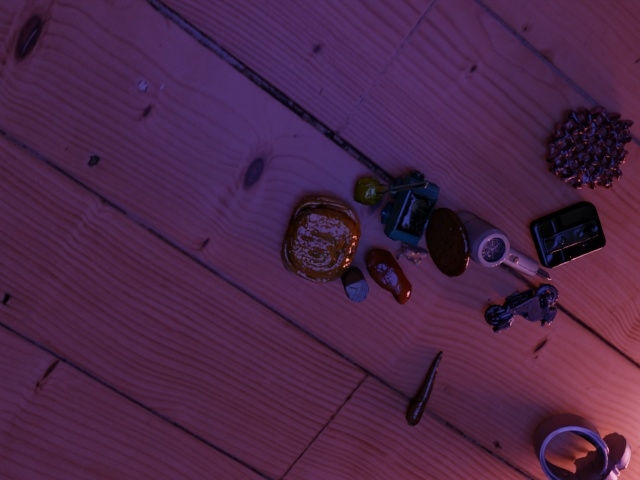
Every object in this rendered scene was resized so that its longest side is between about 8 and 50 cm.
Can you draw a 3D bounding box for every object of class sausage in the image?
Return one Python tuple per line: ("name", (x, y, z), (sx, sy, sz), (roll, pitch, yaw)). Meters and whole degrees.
("sausage", (0.194, 0.100, 1.542), (0.089, 0.089, 0.179), (-36, 105, 8))

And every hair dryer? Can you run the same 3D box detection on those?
("hair dryer", (0.520, 0.042, 1.518), (0.357, 0.173, 0.107), (23, 103, -23))

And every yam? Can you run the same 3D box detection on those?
("yam", (0.090, 0.115, 1.503), (0.068, 0.169, 0.068), (0, 97, -1))

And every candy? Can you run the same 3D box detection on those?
("candy", (0.177, -0.130, 1.401), (0.077, 0.262, 0.073), (27, 75, -30))

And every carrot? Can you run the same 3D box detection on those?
("carrot", (0.317, 0.446, 1.676), (0.049, 0.049, 0.254), (20, 100, -8))

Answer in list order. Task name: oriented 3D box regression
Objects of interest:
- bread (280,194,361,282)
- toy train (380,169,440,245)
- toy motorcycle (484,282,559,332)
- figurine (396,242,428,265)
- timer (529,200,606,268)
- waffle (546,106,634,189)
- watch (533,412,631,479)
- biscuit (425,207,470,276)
("bread", (0.003, 0.001, 1.484), (0.198, 0.120, 0.236), (16, 106, -10))
("toy train", (0.231, -0.082, 1.455), (0.107, 0.154, 0.198), (17, 104, -11))
("toy motorcycle", (0.585, 0.206, 1.601), (0.215, 0.080, 0.122), (-25, 104, 10))
("figurine", (0.256, 0.040, 1.553), (0.083, 0.047, 0.050), (16, 120, -15))
("timer", (0.687, -0.016, 1.538), (0.187, 0.055, 0.144), (-22, 99, -1))
("waffle", (0.716, -0.245, 1.484), (0.234, 0.055, 0.221), (7, 104, -10))
("watch", (0.791, 0.636, 1.708), (0.231, 0.196, 0.244), (45, 100, 8))
("biscuit", (0.337, 0.005, 1.473), (0.027, 0.188, 0.188), (-12, 108, -20))
